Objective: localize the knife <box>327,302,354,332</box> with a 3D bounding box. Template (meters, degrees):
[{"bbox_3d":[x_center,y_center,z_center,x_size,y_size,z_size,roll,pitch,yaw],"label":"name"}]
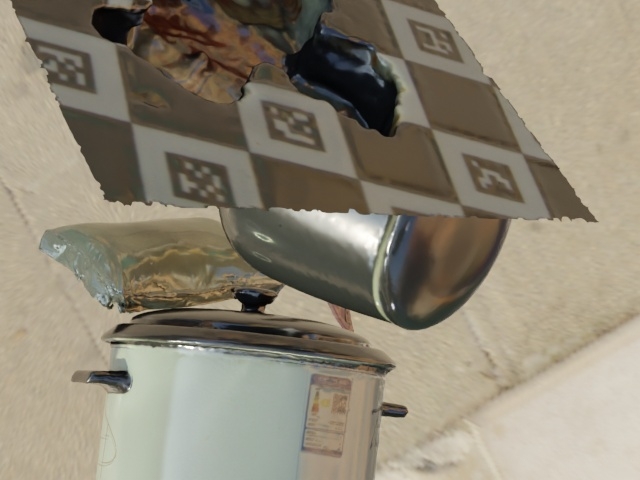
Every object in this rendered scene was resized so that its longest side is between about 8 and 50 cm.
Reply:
[{"bbox_3d":[0.000,0.000,1.531,0.035,0.018,0.247,-52,136,-42],"label":"knife"}]

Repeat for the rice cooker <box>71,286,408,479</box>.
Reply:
[{"bbox_3d":[-0.064,0.151,1.264,0.280,0.241,0.227,8,84,-24],"label":"rice cooker"}]

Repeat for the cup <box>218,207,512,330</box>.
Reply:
[{"bbox_3d":[0.051,-0.038,1.099,0.176,0.223,0.169,26,116,34],"label":"cup"}]

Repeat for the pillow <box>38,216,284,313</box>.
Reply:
[{"bbox_3d":[-0.139,0.019,1.402,0.208,0.119,0.053,-4,127,-43],"label":"pillow"}]

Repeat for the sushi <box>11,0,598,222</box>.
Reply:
[{"bbox_3d":[-0.055,-0.109,0.891,0.320,0.069,0.339,0,47,-39],"label":"sushi"}]
